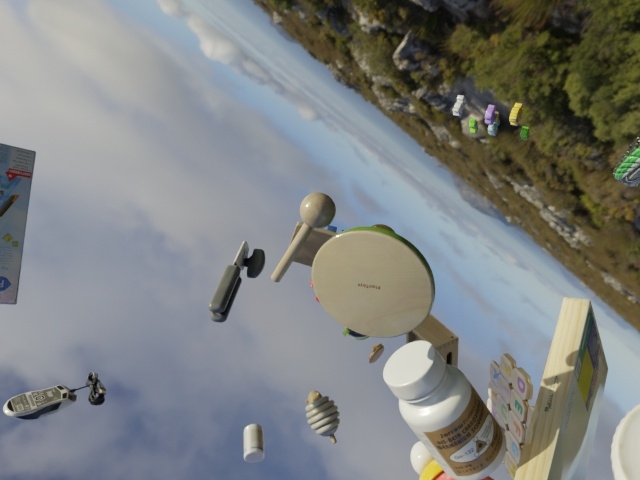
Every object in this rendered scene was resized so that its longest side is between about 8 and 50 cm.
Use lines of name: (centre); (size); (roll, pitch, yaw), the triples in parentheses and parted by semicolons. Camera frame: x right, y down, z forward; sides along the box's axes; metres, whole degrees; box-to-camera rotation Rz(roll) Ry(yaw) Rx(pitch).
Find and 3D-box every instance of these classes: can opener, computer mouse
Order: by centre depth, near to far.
computer mouse: (-0.574, 0.348, 0.980); (0.192, 0.042, 0.106); (-6, -156, -41)
can opener: (-0.226, 0.109, 1.267); (0.095, 0.076, 0.284); (5, -141, 6)

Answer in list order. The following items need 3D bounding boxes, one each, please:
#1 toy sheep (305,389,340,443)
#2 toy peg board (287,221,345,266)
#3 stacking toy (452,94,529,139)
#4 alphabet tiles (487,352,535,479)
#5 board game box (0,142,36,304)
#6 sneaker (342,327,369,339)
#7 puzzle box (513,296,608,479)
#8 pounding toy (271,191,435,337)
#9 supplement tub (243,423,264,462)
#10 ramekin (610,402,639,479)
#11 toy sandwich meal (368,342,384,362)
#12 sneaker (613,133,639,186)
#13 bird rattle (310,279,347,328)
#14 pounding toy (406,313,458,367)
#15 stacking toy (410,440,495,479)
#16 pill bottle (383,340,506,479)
toy sheep: (0.009, 0.429, 1.098); (0.132, 0.091, 0.091); (57, -160, 19)
toy peg board: (0.000, 0.000, 1.262); (0.161, 0.161, 0.079); (16, -130, -6)
stacking toy: (0.469, -0.322, 1.226); (0.166, 0.052, 0.221); (21, -178, 31)
alphabet tiles: (0.463, 0.430, 1.093); (0.021, 0.284, 0.278); (-2, -166, -2)
board game box: (-0.716, -0.045, 0.809); (0.065, 0.318, 0.318); (1, 174, 38)
sneaker: (0.158, 0.170, 1.113); (0.084, 0.234, 0.097); (51, -177, 25)
puzzle box: (0.490, 0.354, 0.892); (0.052, 0.409, 0.272); (2, 139, 43)
pounding toy: (0.066, 0.031, 0.693); (0.236, 0.183, 0.110); (30, -145, 6)
supplement tub: (-0.229, 0.697, 1.545); (0.071, 0.071, 0.107); (33, -158, -25)
ramekin: (0.434, 0.266, 0.495); (0.109, 0.207, 0.207); (52, -173, -27)
toy sandwich meal: (0.187, 0.384, 1.540); (0.029, 0.086, 0.085); (38, -168, 29)
sneaker: (0.662, -0.175, 0.769); (0.146, 0.134, 0.343); (47, 159, 6)
bird rattle: (0.097, 0.183, 1.478); (0.207, 0.143, 0.254); (-37, -93, -35)
pounding toy: (0.276, 0.261, 1.097); (0.130, 0.100, 0.141); (-137, 34, -56)
stacking toy: (0.432, 0.807, 1.422); (0.350, 0.351, 0.480); (34, -175, -20)
pill bottle: (0.213, 0.292, 0.784); (0.229, 0.131, 0.131); (54, -170, -15)
